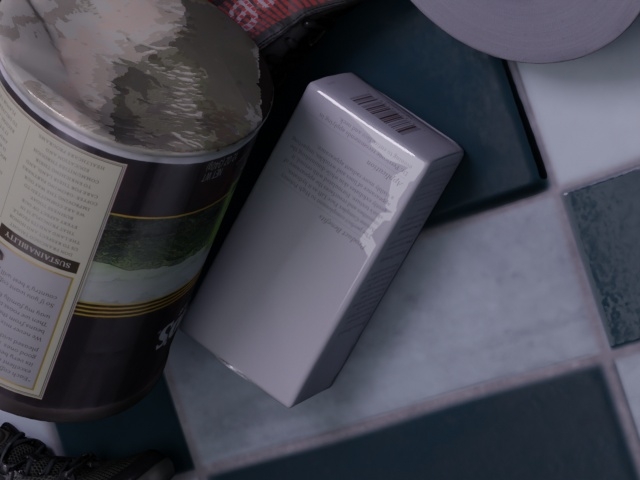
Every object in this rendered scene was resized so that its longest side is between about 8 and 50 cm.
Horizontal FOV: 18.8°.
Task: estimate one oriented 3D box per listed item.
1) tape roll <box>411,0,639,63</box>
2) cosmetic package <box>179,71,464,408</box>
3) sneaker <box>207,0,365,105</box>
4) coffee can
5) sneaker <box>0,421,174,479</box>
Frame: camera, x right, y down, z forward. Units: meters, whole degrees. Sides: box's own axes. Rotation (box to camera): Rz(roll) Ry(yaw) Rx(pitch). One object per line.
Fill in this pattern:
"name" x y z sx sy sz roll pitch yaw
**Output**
"tape roll" 0.144 -0.235 1.345 0.219 0.072 0.219 18 131 22
"cosmetic package" 0.000 0.000 1.488 0.117 0.085 0.231 36 112 16
"sneaker" -0.048 -0.156 1.481 0.276 0.097 0.135 -18 89 28
"coffee can" -0.171 -0.031 1.412 0.201 0.201 0.275 38 131 16
"sneaker" -0.232 0.199 1.618 0.227 0.087 0.130 -25 93 31
